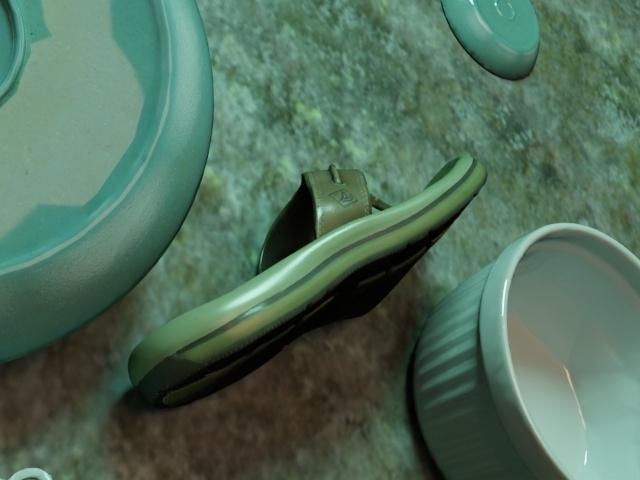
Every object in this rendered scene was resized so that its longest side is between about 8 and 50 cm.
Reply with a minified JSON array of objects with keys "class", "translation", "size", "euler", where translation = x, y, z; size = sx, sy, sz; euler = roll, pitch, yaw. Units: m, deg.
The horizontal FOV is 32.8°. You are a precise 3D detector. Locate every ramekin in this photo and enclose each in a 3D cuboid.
[{"class":"ramekin","translation":[0.158,0.102,0.736],"size":[0.207,0.109,0.207],"euler":[19,57,-32]}]

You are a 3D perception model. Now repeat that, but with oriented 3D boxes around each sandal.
[{"class":"sandal","translation":[0.000,0.000,0.657],"size":[0.303,0.120,0.086],"euler":[-26,71,-45]}]

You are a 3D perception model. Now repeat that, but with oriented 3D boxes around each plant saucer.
[{"class":"plant saucer","translation":[-0.196,-0.095,0.521],"size":[0.317,0.043,0.318],"euler":[7,74,-23]},{"class":"plant saucer","translation":[0.156,-0.200,0.961],"size":[0.119,0.021,0.119],"euler":[19,56,-31]}]

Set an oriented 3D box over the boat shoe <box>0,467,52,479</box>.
[{"class":"boat shoe","translation":[-0.188,0.134,0.424],"size":[0.320,0.103,0.118],"euler":[23,54,-30]}]
